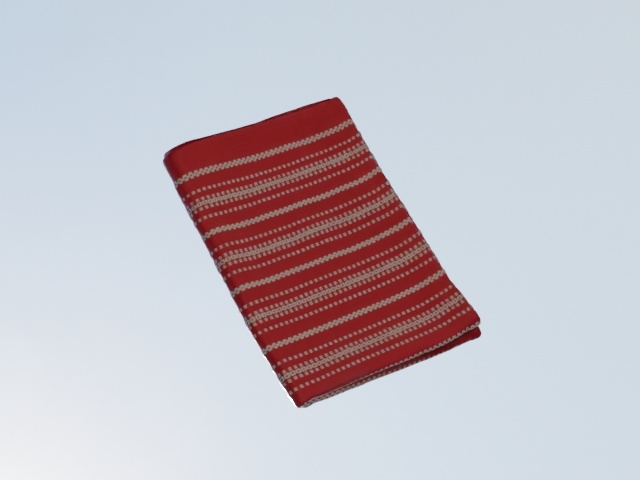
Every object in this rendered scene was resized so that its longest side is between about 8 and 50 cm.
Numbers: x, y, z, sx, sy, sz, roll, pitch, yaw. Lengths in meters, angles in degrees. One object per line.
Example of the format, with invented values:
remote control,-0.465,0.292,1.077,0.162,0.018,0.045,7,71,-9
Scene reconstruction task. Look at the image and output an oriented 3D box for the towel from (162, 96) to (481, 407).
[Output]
towel,0.000,0.000,1.092,0.199,0.031,0.275,-19,-116,-25
